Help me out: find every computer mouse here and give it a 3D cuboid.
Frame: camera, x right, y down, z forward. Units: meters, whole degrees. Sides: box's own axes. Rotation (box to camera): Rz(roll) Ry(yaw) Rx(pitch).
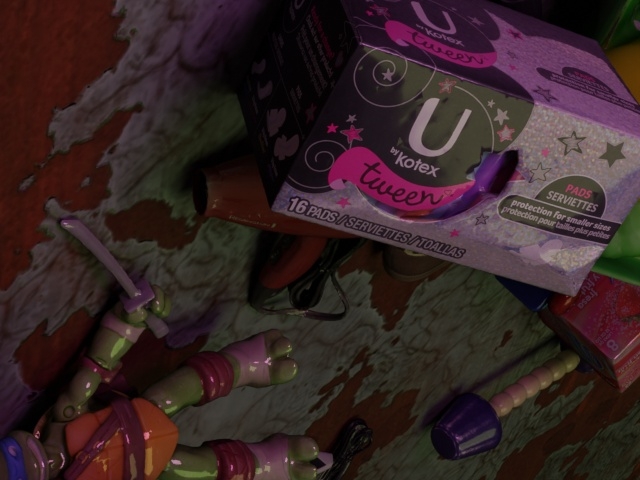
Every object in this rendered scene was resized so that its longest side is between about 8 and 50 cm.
[{"bbox_3d":[-0.021,0.247,1.673,0.106,0.042,0.193,-52,160,22],"label":"computer mouse"}]

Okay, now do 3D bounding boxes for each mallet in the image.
[{"bbox_3d":[0.216,-0.246,1.323,0.189,0.039,0.062,-43,153,-16],"label":"mallet"}]

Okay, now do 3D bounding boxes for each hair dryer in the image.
[{"bbox_3d":[0.000,0.000,1.259,0.223,0.080,0.293,-33,146,17],"label":"hair dryer"}]

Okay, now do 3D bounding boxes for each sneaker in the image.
[{"bbox_3d":[0.139,-0.030,1.479,0.188,0.066,0.071,-36,152,-22],"label":"sneaker"}]

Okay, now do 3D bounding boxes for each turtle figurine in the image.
[{"bbox_3d":[-0.103,0.139,1.202,0.266,0.198,0.275,-6,136,-46],"label":"turtle figurine"}]

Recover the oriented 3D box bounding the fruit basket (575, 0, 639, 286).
[{"bbox_3d":[0.312,-0.095,1.317,0.283,0.392,0.392,17,124,-13],"label":"fruit basket"}]

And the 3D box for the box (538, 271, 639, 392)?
[{"bbox_3d":[0.406,0.017,1.864,0.300,0.142,0.154,-44,155,-5],"label":"box"}]

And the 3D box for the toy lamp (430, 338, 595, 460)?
[{"bbox_3d":[0.248,0.191,1.954,0.274,0.080,0.080,-29,150,-33],"label":"toy lamp"}]

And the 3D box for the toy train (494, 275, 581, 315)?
[{"bbox_3d":[0.300,-0.027,1.700,0.248,0.105,0.143,-48,165,4],"label":"toy train"}]

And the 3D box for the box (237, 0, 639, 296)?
[{"bbox_3d":[0.089,-0.085,1.093,0.247,0.163,0.142,15,120,-23],"label":"box"}]
